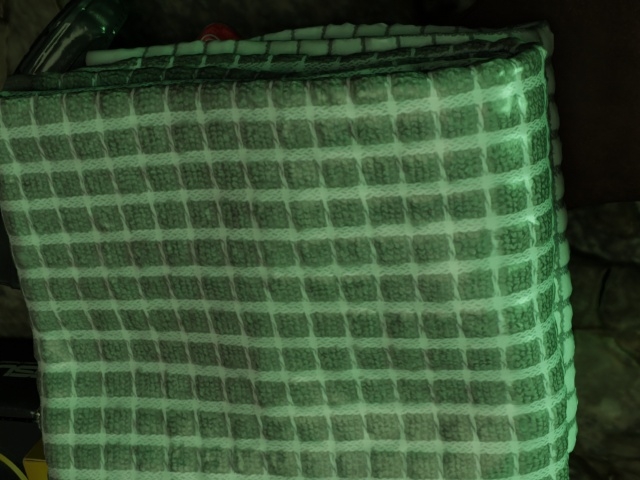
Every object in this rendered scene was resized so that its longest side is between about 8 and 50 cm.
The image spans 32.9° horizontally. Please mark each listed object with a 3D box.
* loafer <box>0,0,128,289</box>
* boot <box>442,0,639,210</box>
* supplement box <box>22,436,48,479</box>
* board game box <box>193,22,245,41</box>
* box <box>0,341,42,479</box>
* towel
[{"bbox_3d":[-0.163,-0.055,0.660,0.078,0.076,0.223,30,124,-10],"label":"loafer"},{"bbox_3d":[0.112,-0.119,0.517,0.207,0.090,0.248,-21,113,23],"label":"boot"},{"bbox_3d":[-0.056,0.186,0.713,0.194,0.129,0.191,-2,116,20],"label":"supplement box"},{"bbox_3d":[0.000,0.000,0.628,0.259,0.039,0.124,40,96,-2],"label":"board game box"},{"bbox_3d":[-0.282,0.262,0.850,0.318,0.097,0.395,2,117,21],"label":"box"},{"bbox_3d":[-0.023,0.021,0.533,0.283,0.121,0.235,-2,112,18],"label":"towel"}]
